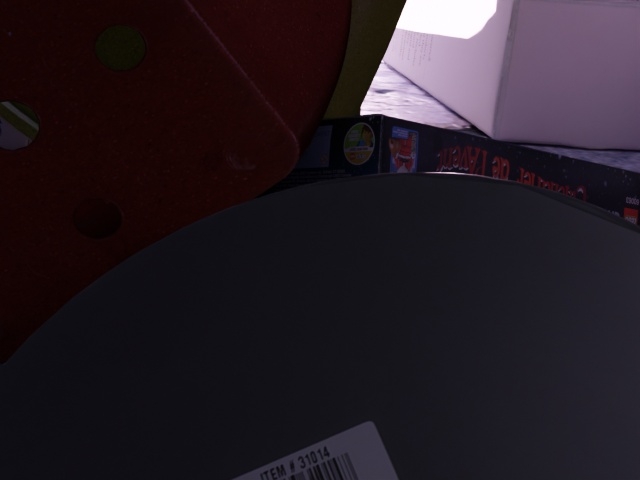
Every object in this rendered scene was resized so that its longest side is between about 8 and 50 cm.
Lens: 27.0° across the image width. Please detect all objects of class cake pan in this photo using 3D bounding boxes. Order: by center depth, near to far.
[{"bbox_3d":[0.007,0.089,0.367,0.293,0.054,0.293,-10,46,11],"label":"cake pan"}]

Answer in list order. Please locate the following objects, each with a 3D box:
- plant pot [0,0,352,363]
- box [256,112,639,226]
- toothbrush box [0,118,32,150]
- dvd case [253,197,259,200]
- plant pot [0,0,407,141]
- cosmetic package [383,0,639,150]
[{"bbox_3d":[-0.140,-0.105,0.632,0.267,0.267,0.236,-33,31,10],"label":"plant pot"},{"bbox_3d":[0.060,-0.031,0.790,0.233,0.044,0.159,7,-5,-43],"label":"box"},{"bbox_3d":[-0.313,-0.183,1.245,0.295,0.126,0.216,15,19,24],"label":"toothbrush box"},{"bbox_3d":[0.000,0.000,0.804,0.253,0.022,0.180,7,-5,-39],"label":"dvd case"},{"bbox_3d":[-0.062,-0.264,1.011,0.366,0.353,0.366,26,28,-15],"label":"plant pot"},{"bbox_3d":[0.242,-0.243,1.595,0.230,0.161,0.453,2,19,-16],"label":"cosmetic package"}]
